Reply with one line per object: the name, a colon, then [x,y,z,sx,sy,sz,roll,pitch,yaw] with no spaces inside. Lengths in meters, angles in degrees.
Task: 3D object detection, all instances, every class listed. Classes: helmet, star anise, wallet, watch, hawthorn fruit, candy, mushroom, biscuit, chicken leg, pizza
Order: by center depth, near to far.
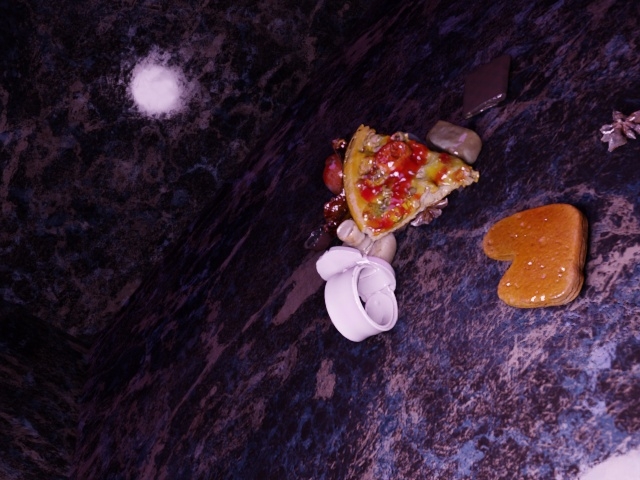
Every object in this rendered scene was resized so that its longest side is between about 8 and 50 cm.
biscuit: [0.486,0.043,1.185,0.262,0.052,0.277,-25,37,49]
star anise: [0.712,-0.259,1.205,0.129,0.056,0.124,-54,27,-7]
watch: [0.090,0.155,1.441,0.196,0.244,0.231,-28,28,36]
pizza: [0.270,-0.216,1.556,0.405,0.130,0.440,-7,57,8]
star anise: [0.341,-0.095,1.589,0.141,0.042,0.141,-39,26,23]
mushroom: [0.127,0.032,1.606,0.206,0.209,0.207,-28,58,57]
candy: [0.431,-0.318,1.667,0.104,0.102,0.234,-47,29,6]
wallet: [0.575,-0.532,1.777,0.182,0.049,0.229,-22,41,44]
chicken leg: [0.088,-0.182,1.824,0.096,0.157,0.407,-114,21,-51]
helmet: [0.000,0.000,1.967,0.123,0.070,0.098,-47,20,24]
hawthorn fruit: [0.089,-0.268,2.060,0.173,0.173,0.173,-37,30,25]

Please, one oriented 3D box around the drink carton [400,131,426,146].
drink carton: [0.270,-0.264,1.771,0.190,0.191,0.185,-49,24,-12]
